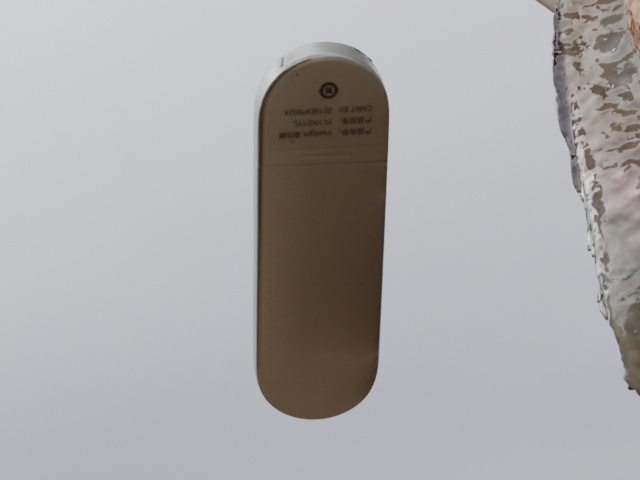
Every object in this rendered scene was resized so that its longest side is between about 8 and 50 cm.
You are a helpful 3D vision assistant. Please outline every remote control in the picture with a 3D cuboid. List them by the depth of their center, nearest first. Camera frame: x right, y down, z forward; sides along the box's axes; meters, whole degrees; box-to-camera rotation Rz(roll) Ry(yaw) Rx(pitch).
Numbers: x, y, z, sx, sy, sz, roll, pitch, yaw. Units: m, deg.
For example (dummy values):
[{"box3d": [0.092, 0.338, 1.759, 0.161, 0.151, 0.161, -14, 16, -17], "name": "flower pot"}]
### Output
[{"box3d": [0.000, 0.000, 1.155, 0.077, 0.022, 0.245, -4, -59, -9], "name": "remote control"}]

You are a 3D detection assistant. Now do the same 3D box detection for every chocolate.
[{"box3d": [0.194, -0.023, 0.976, 0.100, 0.303, 0.185, -26, -39, 25], "name": "chocolate"}]

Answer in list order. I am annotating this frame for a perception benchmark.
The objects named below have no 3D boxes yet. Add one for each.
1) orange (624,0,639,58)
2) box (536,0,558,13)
[{"box3d": [0.198, -0.104, 0.666, 0.193, 0.219, 0.219, 8, -21, 1], "name": "orange"}, {"box3d": [0.123, -0.226, 1.245, 0.106, 0.252, 0.203, -56, -17, 15], "name": "box"}]
